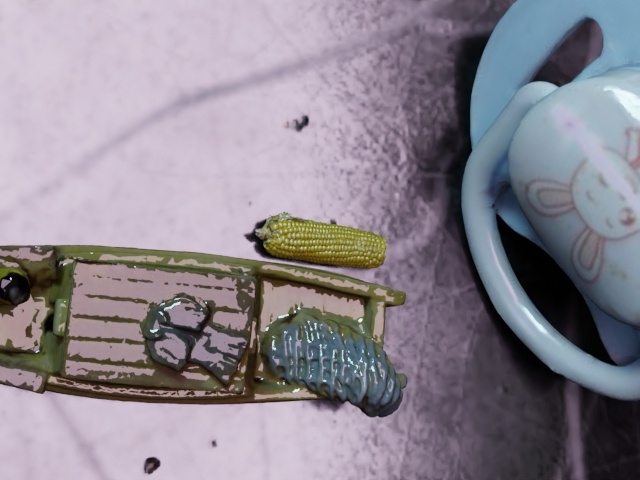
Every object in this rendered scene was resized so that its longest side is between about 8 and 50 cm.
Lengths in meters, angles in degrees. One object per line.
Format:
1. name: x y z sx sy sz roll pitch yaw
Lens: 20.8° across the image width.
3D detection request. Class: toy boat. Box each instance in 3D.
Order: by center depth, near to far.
1. toy boat: -0.104 0.048 0.981 0.321 0.121 0.089 6 90 -14

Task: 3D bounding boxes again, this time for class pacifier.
1. pacifier: 0.222 -0.031 1.051 0.226 0.238 0.287 -17 61 -44

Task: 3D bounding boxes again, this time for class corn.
1. corn: 0.000 0.000 1.056 0.083 0.027 0.028 9 91 -16
